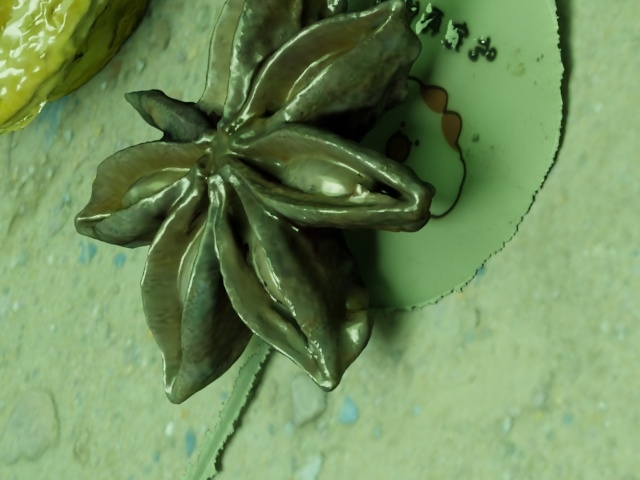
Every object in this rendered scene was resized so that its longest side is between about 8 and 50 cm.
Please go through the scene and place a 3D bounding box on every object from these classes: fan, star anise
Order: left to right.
[{"bbox_3d":[-0.022,-0.021,0.804,0.212,0.073,0.197,-39,58,30],"label":"star anise"},{"bbox_3d":[0.001,0.000,0.836,0.191,0.009,0.329,34,104,36],"label":"fan"}]

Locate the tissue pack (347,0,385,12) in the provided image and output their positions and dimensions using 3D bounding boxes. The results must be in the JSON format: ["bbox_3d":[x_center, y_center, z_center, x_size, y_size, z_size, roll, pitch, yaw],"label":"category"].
[{"bbox_3d":[0.007,-0.114,0.870,0.108,0.023,0.056,-49,50,21],"label":"tissue pack"}]

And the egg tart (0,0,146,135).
[{"bbox_3d":[-0.180,-0.170,1.015,0.294,0.123,0.294,-16,67,43],"label":"egg tart"}]
